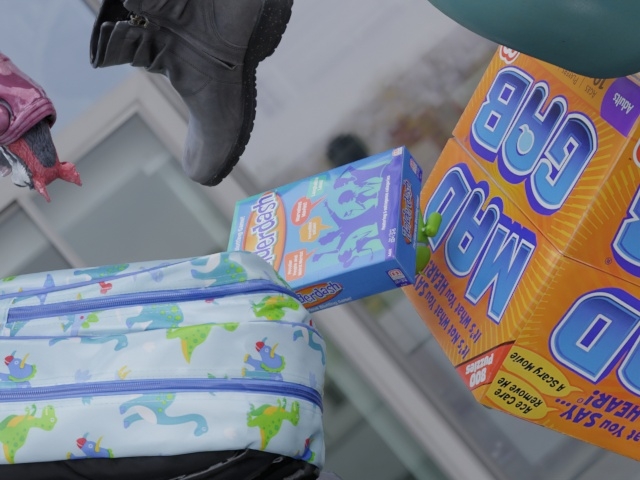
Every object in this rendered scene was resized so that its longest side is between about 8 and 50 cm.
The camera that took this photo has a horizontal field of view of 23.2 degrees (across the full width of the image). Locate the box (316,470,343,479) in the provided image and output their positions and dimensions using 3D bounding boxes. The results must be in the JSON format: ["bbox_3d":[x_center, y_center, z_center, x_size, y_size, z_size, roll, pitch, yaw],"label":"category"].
[{"bbox_3d":[0.005,0.560,1.581,0.297,0.471,0.480,3,-71,-42],"label":"box"}]

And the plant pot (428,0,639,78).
[{"bbox_3d":[0.197,-0.310,1.415,0.235,0.293,0.293,7,-34,-37],"label":"plant pot"}]

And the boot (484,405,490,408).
[{"bbox_3d":[0.324,0.150,2.406,0.178,0.085,0.236,-38,7,33],"label":"boot"}]

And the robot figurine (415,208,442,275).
[{"bbox_3d":[0.083,-0.008,1.720,0.101,0.115,0.067,-19,-16,23],"label":"robot figurine"}]

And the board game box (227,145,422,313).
[{"bbox_3d":[0.000,0.000,1.618,0.210,0.047,0.160,-18,42,25],"label":"board game box"}]

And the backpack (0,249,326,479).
[{"bbox_3d":[-0.169,0.138,1.304,0.290,0.355,0.273,52,-133,-61],"label":"backpack"}]

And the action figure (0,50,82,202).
[{"bbox_3d":[-0.395,-0.199,1.764,0.276,0.370,0.248,-48,-1,19],"label":"action figure"}]

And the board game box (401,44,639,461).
[{"bbox_3d":[0.345,0.003,1.737,0.356,0.356,0.356,-62,23,15],"label":"board game box"}]

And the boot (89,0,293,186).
[{"bbox_3d":[-0.186,-0.217,1.933,0.222,0.118,0.338,1,-52,-25],"label":"boot"}]
